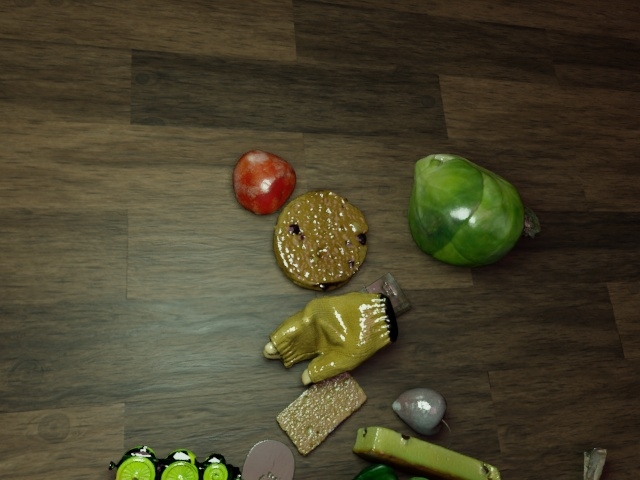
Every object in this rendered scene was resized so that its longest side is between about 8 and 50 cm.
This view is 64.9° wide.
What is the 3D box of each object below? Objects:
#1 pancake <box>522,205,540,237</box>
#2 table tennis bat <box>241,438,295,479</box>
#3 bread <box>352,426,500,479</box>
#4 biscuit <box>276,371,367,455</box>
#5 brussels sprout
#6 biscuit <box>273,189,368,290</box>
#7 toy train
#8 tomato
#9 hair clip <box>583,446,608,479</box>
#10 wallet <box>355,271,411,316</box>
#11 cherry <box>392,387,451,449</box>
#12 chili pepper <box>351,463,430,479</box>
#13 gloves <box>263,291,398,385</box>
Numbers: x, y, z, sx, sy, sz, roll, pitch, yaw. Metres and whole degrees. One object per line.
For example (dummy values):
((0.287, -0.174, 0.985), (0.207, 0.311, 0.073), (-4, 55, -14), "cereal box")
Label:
((0.661, -0.061, 1.649), (0.130, 0.022, 0.116), (-3, 72, -16), "pancake")
((-0.141, 0.611, 1.232), (0.131, 0.022, 0.234), (21, 67, -9), "table tennis bat")
((0.274, 0.566, 1.292), (0.362, 0.138, 0.077), (21, 62, -9), "bread")
((0.005, 0.438, 1.319), (0.231, 0.025, 0.131), (-35, 84, -21), "biscuit")
((0.396, -0.087, 1.449), (0.282, 0.289, 0.354), (-7, 63, -31), "brussels sprout")
((-0.001, 0.001, 1.424), (0.296, 0.075, 0.295), (4, 76, -18), "biscuit")
((-0.335, 0.567, 1.151), (0.296, 0.100, 0.160), (10, 78, -13), "toy train")
((-0.162, -0.163, 1.393), (0.187, 0.151, 0.187), (2, 76, -9), "tomato")
((0.748, 0.725, 1.407), (0.173, 0.069, 0.300), (15, 80, -9), "hair clip")
((0.136, 0.194, 1.417), (0.230, 0.042, 0.124), (-30, 84, -15), "wallet")
((0.268, 0.478, 1.353), (0.148, 0.188, 0.115), (-3, 36, -6), "cherry")
((0.154, 0.636, 1.223), (0.261, 0.165, 0.173), (-10, 68, -32), "chili pepper")
((0.025, 0.244, 1.297), (0.357, 0.155, 0.203), (-16, 94, -4), "gloves")
